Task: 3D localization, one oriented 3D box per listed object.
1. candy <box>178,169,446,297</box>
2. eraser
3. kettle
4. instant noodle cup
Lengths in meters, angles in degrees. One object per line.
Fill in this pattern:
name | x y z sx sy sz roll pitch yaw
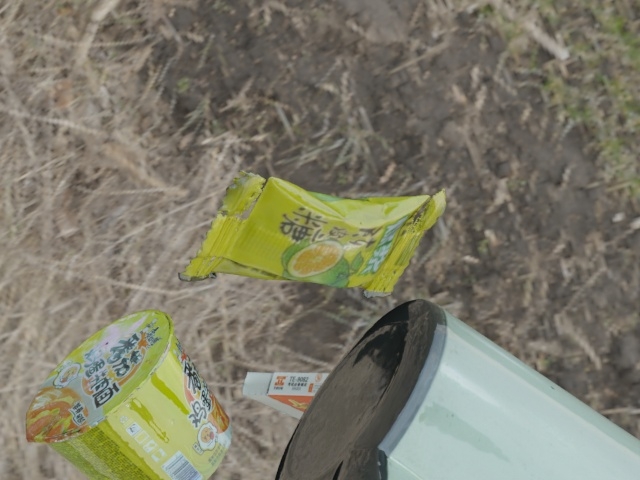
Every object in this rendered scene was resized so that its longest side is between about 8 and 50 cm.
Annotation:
candy | 0.000 0.000 1.384 0.297 0.187 0.081 2 48 -33
eraser | 0.029 0.211 1.568 0.157 0.230 0.038 28 67 -38
kettle | 0.163 0.260 0.967 0.377 0.250 0.361 36 22 -12
instant noodle cup | -0.264 0.257 1.751 0.200 0.264 0.264 53 52 -25
